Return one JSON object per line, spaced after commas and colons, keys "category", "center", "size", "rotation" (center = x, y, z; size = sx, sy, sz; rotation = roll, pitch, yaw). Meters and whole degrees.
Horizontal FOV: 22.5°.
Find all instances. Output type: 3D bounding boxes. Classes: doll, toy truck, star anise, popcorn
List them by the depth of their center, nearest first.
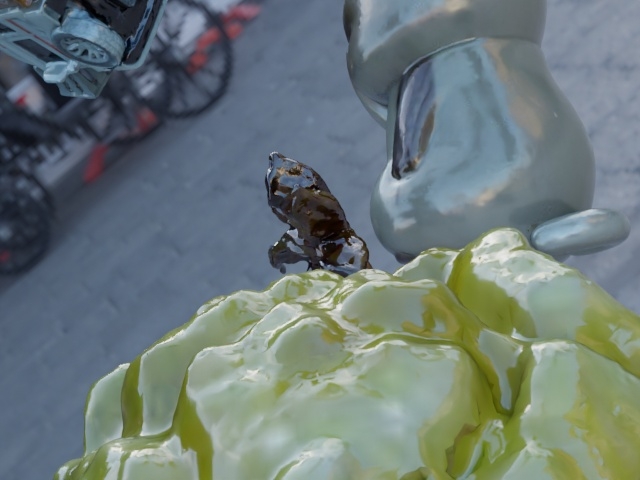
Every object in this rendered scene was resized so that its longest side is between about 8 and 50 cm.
{"category": "popcorn", "center": [0.031, 0.120, 0.461], "size": [0.225, 0.249, 0.249], "rotation": [-5, -9, -37]}
{"category": "toy truck", "center": [-0.251, -0.222, 1.161], "size": [0.184, 0.338, 0.133], "rotation": [-3, 64, 46]}
{"category": "star anise", "center": [0.000, 0.000, 1.296], "size": [0.057, 0.168, 0.168], "rotation": [-31, 11, -20]}
{"category": "doll", "center": [0.129, -0.121, 1.476], "size": [0.226, 0.370, 0.215], "rotation": [-28, -20, 27]}
